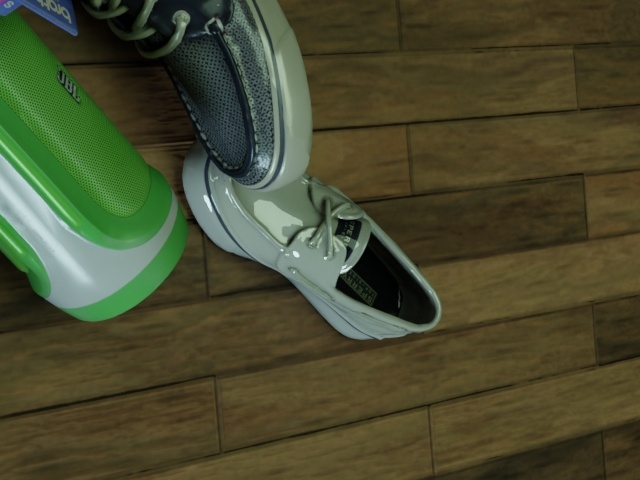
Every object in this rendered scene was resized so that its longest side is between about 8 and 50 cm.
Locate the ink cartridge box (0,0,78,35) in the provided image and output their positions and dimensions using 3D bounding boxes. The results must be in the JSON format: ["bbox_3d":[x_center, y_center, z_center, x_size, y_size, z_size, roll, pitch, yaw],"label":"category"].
[{"bbox_3d":[-0.257,-0.268,1.220,0.186,0.065,0.311,29,35,-52],"label":"ink cartridge box"}]

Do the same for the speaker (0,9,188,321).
[{"bbox_3d":[-0.218,-0.079,1.331,0.296,0.131,0.131,51,56,-32],"label":"speaker"}]

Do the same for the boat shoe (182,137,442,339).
[{"bbox_3d":[0.000,0.000,1.574,0.267,0.088,0.096,46,59,-35],"label":"boat shoe"}]

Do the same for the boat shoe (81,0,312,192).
[{"bbox_3d":[-0.132,-0.181,1.426,0.158,0.127,0.341,-22,91,-38],"label":"boat shoe"}]
